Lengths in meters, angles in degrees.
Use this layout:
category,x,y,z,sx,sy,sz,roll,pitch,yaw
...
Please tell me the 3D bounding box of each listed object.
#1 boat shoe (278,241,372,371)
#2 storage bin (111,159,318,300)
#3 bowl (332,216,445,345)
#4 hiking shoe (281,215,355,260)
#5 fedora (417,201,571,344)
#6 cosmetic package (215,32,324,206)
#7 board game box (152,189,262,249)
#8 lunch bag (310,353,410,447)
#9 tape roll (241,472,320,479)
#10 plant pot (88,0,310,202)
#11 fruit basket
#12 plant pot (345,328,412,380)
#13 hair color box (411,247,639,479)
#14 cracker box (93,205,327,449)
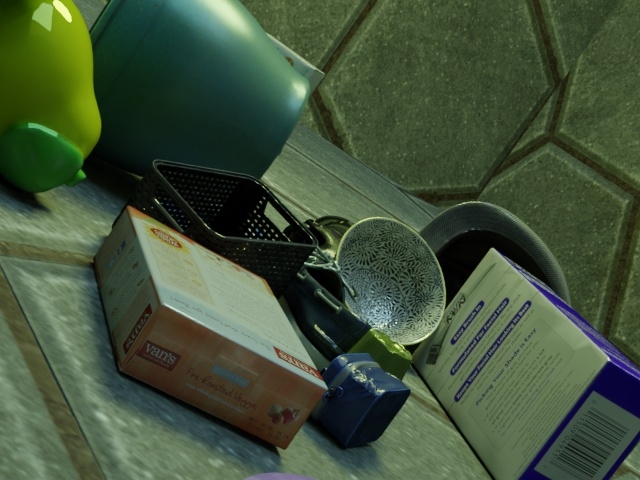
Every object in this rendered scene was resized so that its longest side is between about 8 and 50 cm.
category,x,y,z,sx,sy,sz,roll,pitch,yaw
boat shoe,-0.007,0.057,1.308,0.095,0.079,0.254,44,7,-22
storage bin,-0.104,-0.005,1.211,0.122,0.084,0.180,47,23,28
bowl,0.070,0.062,1.530,0.170,0.170,0.080,32,-34,-19
hiking shoe,0.000,0.000,1.669,0.114,0.086,0.227,36,9,-18
fedora,0.218,0.091,1.681,0.275,0.244,0.124,46,-21,-4
cosmetic package,-0.105,-0.151,1.578,0.099,0.239,0.060,36,8,8
board game box,-0.136,-0.011,1.416,0.145,0.027,0.281,33,9,-5
lunch bag,0.028,0.141,1.084,0.065,0.067,0.098,38,11,23
tape roll,0.043,0.234,0.579,0.275,0.090,0.275,35,9,-6
plant pot,-0.162,-0.183,1.422,0.255,0.272,0.272,32,9,-14
fruit basket,-0.348,-0.226,1.133,0.283,0.392,0.392,2,19,-14
plant pot,0.048,0.132,1.172,0.083,0.079,0.083,35,8,-6
hair color box,0.243,0.161,1.403,0.110,0.185,0.339,31,10,-24
cracker box,-0.100,0.067,1.005,0.155,0.067,0.232,30,9,-23
